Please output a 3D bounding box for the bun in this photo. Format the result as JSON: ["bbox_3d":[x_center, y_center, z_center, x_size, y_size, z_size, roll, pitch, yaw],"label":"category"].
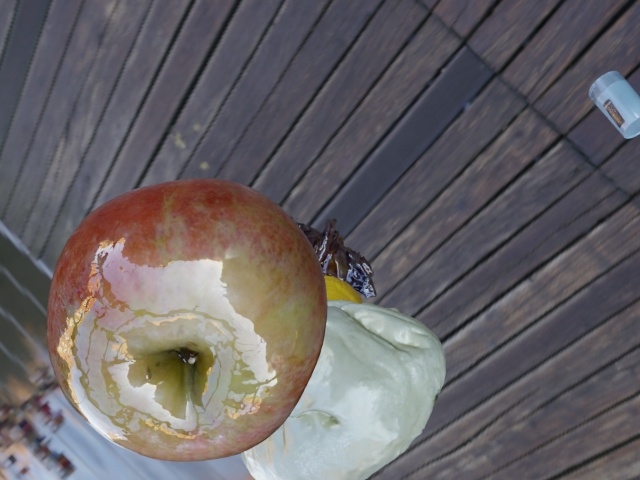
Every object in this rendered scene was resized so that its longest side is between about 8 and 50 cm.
[{"bbox_3d":[0.000,0.159,1.064,0.160,0.259,0.259,45,142,-19],"label":"bun"}]

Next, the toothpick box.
[{"bbox_3d":[0.414,-0.187,1.331,0.083,0.052,0.052,59,148,28],"label":"toothpick box"}]

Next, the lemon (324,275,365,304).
[{"bbox_3d":[0.007,0.134,1.370,0.142,0.142,0.187,-21,90,47],"label":"lemon"}]

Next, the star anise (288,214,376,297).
[{"bbox_3d":[0.000,0.000,1.712,0.272,0.272,0.103,32,104,15],"label":"star anise"}]

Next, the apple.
[{"bbox_3d":[-0.093,0.056,0.690,0.209,0.164,0.210,1,116,2],"label":"apple"}]
